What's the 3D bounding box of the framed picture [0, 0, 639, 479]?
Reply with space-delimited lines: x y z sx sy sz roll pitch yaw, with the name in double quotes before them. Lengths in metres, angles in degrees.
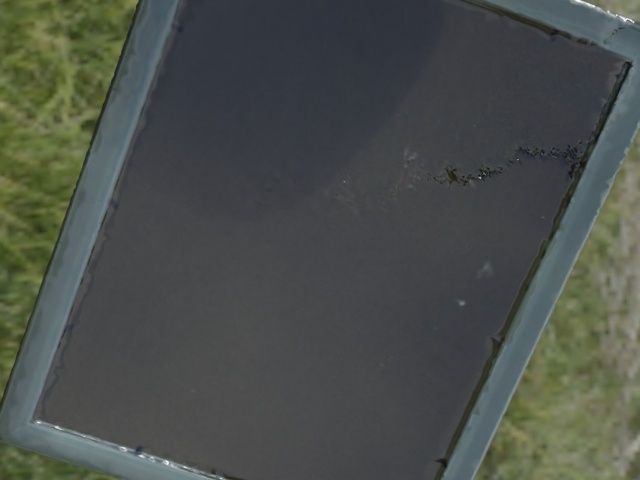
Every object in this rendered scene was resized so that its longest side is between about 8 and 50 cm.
"framed picture" 0.000 0.000 0.732 0.018 0.231 0.293 -95 -154 -69
